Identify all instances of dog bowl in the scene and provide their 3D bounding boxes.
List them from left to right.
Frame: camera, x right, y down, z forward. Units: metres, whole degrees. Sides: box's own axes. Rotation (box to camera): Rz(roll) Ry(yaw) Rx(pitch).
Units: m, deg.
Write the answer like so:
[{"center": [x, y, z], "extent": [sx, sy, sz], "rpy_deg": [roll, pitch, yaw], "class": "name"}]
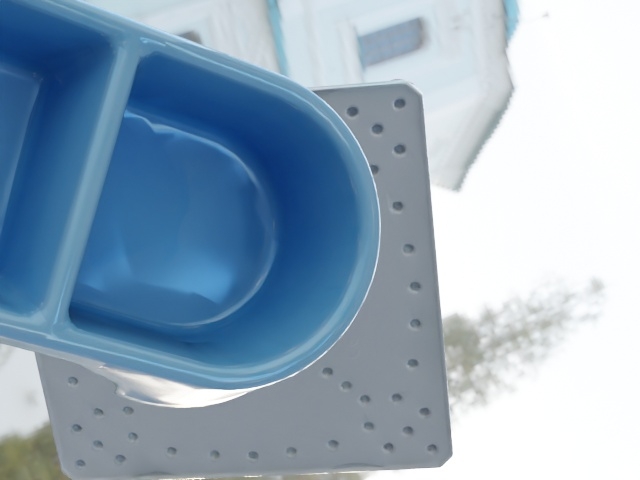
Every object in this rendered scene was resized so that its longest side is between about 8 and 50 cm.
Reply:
[{"center": [-0.106, -0.023, 0.573], "extent": [0.074, 0.297, 0.166], "rpy_deg": [0, -106, 66], "class": "dog bowl"}]

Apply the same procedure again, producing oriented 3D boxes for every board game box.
[{"center": [-0.083, 0.045, 1.267], "extent": [0.050, 0.390, 0.390], "rpy_deg": [-76, 161, -65], "class": "board game box"}]
